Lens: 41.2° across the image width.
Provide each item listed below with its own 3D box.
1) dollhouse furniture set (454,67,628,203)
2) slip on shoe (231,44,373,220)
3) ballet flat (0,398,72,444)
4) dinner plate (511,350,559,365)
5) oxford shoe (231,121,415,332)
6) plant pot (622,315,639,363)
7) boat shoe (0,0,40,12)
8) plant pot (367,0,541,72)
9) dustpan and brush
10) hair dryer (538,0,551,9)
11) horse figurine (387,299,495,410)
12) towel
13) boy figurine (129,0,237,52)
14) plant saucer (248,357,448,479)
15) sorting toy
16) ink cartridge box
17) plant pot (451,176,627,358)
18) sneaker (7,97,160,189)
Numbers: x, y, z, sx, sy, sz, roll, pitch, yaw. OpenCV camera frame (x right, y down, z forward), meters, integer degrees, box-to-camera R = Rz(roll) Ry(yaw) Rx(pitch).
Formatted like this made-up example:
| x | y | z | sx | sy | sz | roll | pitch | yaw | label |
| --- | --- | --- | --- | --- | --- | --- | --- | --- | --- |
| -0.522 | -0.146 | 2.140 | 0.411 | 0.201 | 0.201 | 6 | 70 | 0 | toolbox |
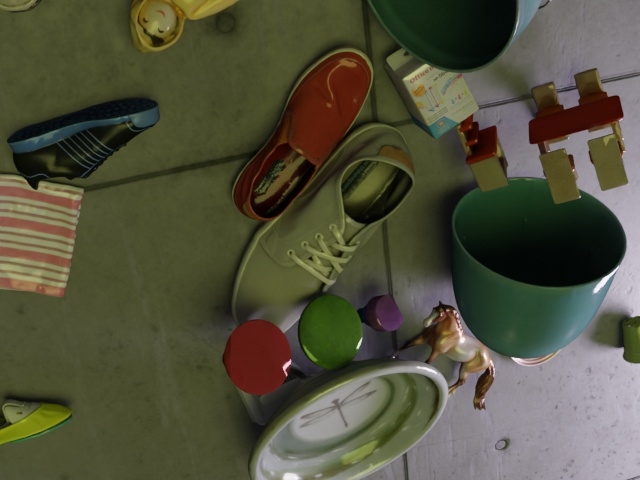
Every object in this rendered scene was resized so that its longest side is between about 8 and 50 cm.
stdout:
| x | y | z | sx | sy | sz | roll | pitch | yaw | label |
| --- | --- | --- | --- | --- | --- | --- | --- | --- | --- |
| 0.368 | -0.183 | 1.411 | 0.259 | 0.262 | 0.135 | -16 | 120 | 21 | dollhouse furniture set |
| -0.023 | -0.164 | 1.375 | 0.123 | 0.101 | 0.331 | 34 | 100 | -26 | slip on shoe |
| -0.546 | 0.317 | 1.459 | 0.230 | 0.077 | 0.077 | -22 | 103 | -4 | ballet flat |
| 0.443 | 0.194 | 1.740 | 0.141 | 0.017 | 0.141 | -7 | 116 | -13 | dinner plate |
| 0.000 | 0.000 | 1.445 | 0.169 | 0.130 | 0.449 | 30 | 105 | -32 | oxford shoe |
| 0.669 | 0.204 | 1.787 | 0.083 | 0.083 | 0.079 | -21 | 107 | -7 | plant pot |
| -0.437 | -0.471 | 1.115 | 0.112 | 0.095 | 0.335 | -11 | 112 | -9 | boat shoe |
| 0.222 | -0.424 | 1.249 | 0.196 | 0.293 | 0.293 | -40 | 123 | -26 | plant pot |
| -0.047 | 0.266 | 1.594 | 0.211 | 0.060 | 0.147 | -24 | 119 | -6 | dustpan and brush |
| 0.352 | -0.522 | 1.314 | 0.223 | 0.080 | 0.294 | -26 | 109 | 19 | hair dryer |
| 0.259 | 0.231 | 1.673 | 0.263 | 0.066 | 0.174 | 36 | 106 | -26 | horse figurine |
| -0.463 | -0.005 | 1.352 | 0.144 | 0.029 | 0.197 | 8 | 112 | -22 | towel |
| -0.188 | -0.395 | 1.220 | 0.177 | 0.092 | 0.285 | 38 | 96 | -31 | boy figurine |
| 0.042 | 0.328 | 1.589 | 0.400 | 0.101 | 0.401 | -17 | 141 | -15 | plant saucer |
| -0.030 | 0.169 | 1.486 | 0.365 | 0.126 | 0.127 | -15 | 90 | -33 | sorting toy |
| 0.178 | -0.259 | 1.398 | 0.092 | 0.090 | 0.143 | -35 | 120 | 1 | ink cartridge box |
| 0.366 | 0.068 | 1.512 | 0.292 | 0.293 | 0.235 | -10 | 132 | -13 | plant pot |
| -0.350 | -0.147 | 1.296 | 0.232 | 0.081 | 0.091 | -15 | 121 | -2 | sneaker |
